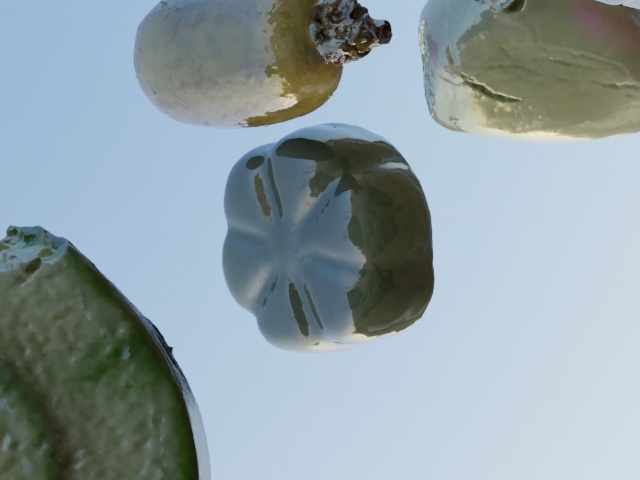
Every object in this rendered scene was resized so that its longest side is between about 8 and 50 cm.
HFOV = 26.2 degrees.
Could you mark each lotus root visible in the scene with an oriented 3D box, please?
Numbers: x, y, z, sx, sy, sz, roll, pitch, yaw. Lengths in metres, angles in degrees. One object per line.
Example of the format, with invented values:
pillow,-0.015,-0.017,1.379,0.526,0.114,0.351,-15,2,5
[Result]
lotus root,-0.069,-0.204,1.444,0.151,0.343,0.169,36,-113,-36

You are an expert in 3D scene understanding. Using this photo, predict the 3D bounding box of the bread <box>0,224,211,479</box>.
bread,-0.262,0.170,0.979,0.129,0.366,0.381,88,-162,-80

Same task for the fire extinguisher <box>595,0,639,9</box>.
fire extinguisher,0.292,-0.181,0.810,0.102,0.344,0.138,-118,40,-59

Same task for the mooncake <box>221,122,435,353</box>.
mooncake,0.000,0.000,1.553,0.135,0.275,0.274,-9,-85,-49

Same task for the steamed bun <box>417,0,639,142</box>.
steamed bun,0.213,-0.191,1.327,0.170,0.239,0.152,-86,-6,-46
